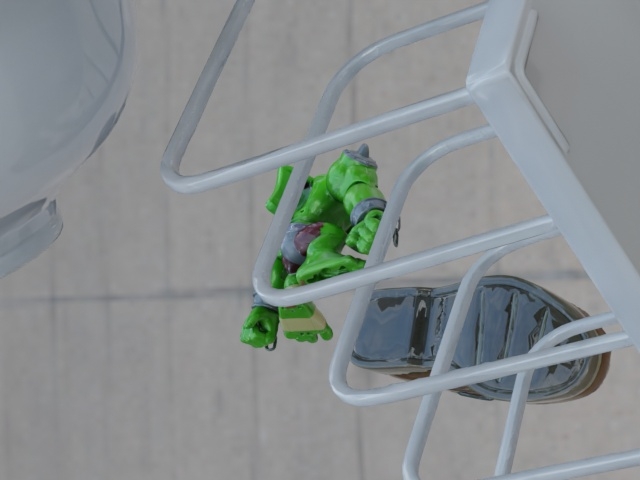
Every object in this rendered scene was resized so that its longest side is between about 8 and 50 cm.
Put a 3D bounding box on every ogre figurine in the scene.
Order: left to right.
[{"bbox_3d":[0.000,0.000,1.559,0.197,0.097,0.118,110,167,-55],"label":"ogre figurine"}]

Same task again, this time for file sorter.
[{"bbox_3d":[0.090,-0.002,0.848,0.173,0.277,0.193,-18,34,31],"label":"file sorter"}]

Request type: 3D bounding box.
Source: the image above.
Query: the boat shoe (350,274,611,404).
[{"bbox_3d":[0.160,0.092,1.777,0.307,0.104,0.110,9,82,50],"label":"boat shoe"}]

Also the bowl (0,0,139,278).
[{"bbox_3d":[-0.197,-0.043,0.822,0.298,0.298,0.134,22,132,67],"label":"bowl"}]
